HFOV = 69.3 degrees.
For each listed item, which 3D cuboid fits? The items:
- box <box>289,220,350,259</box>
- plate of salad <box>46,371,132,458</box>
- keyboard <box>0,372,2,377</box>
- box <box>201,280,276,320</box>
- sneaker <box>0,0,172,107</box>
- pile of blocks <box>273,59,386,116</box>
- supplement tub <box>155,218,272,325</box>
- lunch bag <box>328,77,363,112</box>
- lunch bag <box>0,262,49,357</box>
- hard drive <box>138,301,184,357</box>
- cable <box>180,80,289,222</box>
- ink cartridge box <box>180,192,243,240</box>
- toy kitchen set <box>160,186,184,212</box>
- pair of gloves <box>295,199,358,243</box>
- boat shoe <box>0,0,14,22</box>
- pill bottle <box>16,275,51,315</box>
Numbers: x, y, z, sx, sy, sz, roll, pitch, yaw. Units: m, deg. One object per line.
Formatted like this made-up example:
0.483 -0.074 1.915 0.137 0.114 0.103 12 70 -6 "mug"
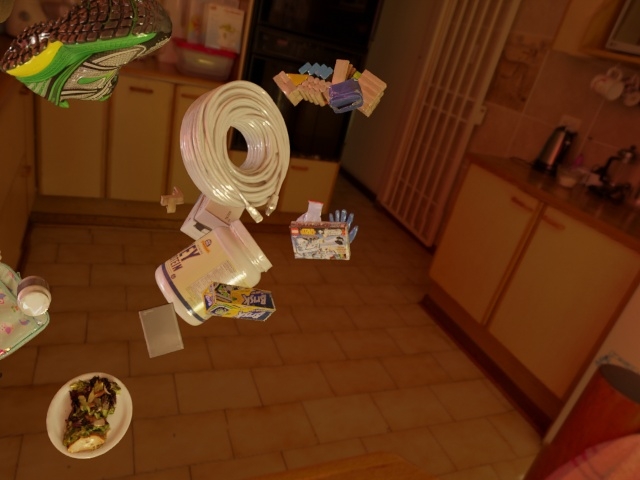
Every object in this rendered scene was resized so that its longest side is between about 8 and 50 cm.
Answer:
0.000 0.000 1.104 0.136 0.094 0.027 2 36 14 "box"
-0.561 0.428 1.143 0.199 0.200 0.048 -12 -8 -45 "plate of salad"
-0.595 0.241 0.707 0.192 0.038 0.100 -23 7 15 "keyboard"
-0.190 0.146 1.096 0.168 0.054 0.059 15 41 -40 "box"
-0.405 -0.344 0.846 0.343 0.134 0.146 -7 -28 24 "sneaker"
0.035 -0.495 1.504 0.362 0.149 0.112 14 -3 13 "pile of blocks"
-0.348 0.099 1.538 0.324 0.235 0.235 -36 40 -6 "supplement tub"
0.068 -0.397 1.290 0.098 0.065 0.067 -13 -20 17 "lunch bag"
-1.020 0.214 1.462 0.224 0.108 0.279 -42 100 -31 "lunch bag"
-0.448 0.251 1.306 0.094 0.135 0.022 -14 2 -16 "hard drive"
-0.171 -0.198 0.980 0.089 0.257 0.257 1 -30 41 "cable"
-0.402 -0.132 1.814 0.129 0.307 0.223 35 61 -21 "ink cartridge box"
-0.575 -0.155 1.771 0.083 0.068 0.075 -9 41 -36 "toy kitchen set"
0.012 -0.034 1.397 0.198 0.159 0.023 18 22 14 "pair of gloves"
-0.740 -0.589 1.048 0.060 0.178 0.064 14 13 15 "boat shoe"
-0.766 0.149 1.238 0.078 0.078 0.137 -2 13 -33 "pill bottle"
